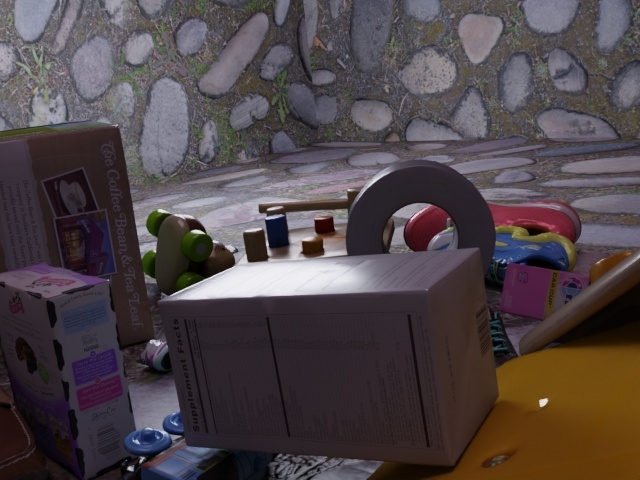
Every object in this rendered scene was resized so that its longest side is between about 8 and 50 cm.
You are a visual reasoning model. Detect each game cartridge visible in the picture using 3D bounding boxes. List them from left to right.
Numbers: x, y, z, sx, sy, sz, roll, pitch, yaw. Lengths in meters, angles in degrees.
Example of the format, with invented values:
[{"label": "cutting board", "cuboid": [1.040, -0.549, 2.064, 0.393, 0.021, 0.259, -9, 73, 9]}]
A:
[{"label": "game cartridge", "cuboid": [0.179, 0.149, 0.604, 0.285, 0.053, 0.323, -28, -2, 42]}]

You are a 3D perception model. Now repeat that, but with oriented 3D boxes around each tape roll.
[{"label": "tape roll", "cuboid": [0.147, -0.008, 1.173, 0.219, 0.219, 0.072, -6, 12, 4]}]

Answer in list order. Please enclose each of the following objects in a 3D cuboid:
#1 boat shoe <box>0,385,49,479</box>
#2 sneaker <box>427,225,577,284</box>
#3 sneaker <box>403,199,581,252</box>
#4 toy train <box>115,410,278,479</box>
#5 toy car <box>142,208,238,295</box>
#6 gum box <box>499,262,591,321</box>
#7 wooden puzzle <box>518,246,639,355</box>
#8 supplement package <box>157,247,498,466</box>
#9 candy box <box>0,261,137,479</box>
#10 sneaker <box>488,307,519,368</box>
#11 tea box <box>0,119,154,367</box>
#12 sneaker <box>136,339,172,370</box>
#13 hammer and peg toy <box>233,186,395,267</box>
[{"label": "boat shoe", "cuboid": [-0.390, 0.187, 0.831, 0.123, 0.117, 0.324, -18, 17, -41]}, {"label": "sneaker", "cuboid": [0.282, 0.026, 1.246, 0.240, 0.091, 0.126, -2, 15, 18]}, {"label": "sneaker", "cuboid": [0.293, -0.018, 1.375, 0.313, 0.116, 0.136, -2, 15, 19]}, {"label": "toy train", "cuboid": [-0.102, 0.201, 0.728, 0.105, 0.080, 0.184, 13, 19, 31]}, {"label": "toy car", "cuboid": [-0.203, 0.024, 1.428, 0.188, 0.149, 0.155, -2, 19, -41]}, {"label": "gum box", "cuboid": [0.319, 0.074, 0.962, 0.188, 0.062, 0.107, 11, -1, -44]}, {"label": "wooden puzzle", "cuboid": [0.397, 0.031, 0.732, 0.347, 0.081, 0.322, 0, -24, -10]}, {"label": "supplement package", "cuboid": [0.008, 0.091, 0.662, 0.244, 0.139, 0.134, -4, 11, 28]}, {"label": "candy box", "cuboid": [-0.276, 0.132, 0.837, 0.070, 0.196, 0.164, -18, 18, -39]}, {"label": "sneaker", "cuboid": [0.195, 0.118, 0.923, 0.064, 0.076, 0.166, -9, 13, -5]}, {"label": "tea box", "cuboid": [-0.426, -0.012, 1.239, 0.219, 0.329, 0.323, -12, 14, -25]}, {"label": "sneaker", "cuboid": [-0.214, 0.147, 1.090, 0.069, 0.038, 0.098, 2, 15, 32]}, {"label": "hammer and peg toy", "cuboid": [0.000, 0.000, 1.424, 0.265, 0.127, 0.361, -7, 13, 10]}]
